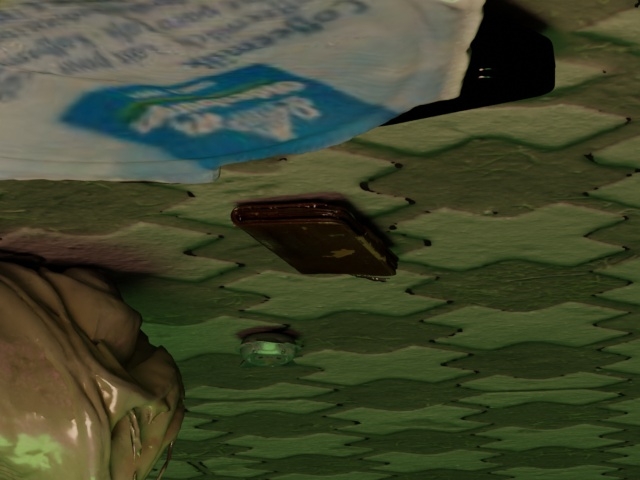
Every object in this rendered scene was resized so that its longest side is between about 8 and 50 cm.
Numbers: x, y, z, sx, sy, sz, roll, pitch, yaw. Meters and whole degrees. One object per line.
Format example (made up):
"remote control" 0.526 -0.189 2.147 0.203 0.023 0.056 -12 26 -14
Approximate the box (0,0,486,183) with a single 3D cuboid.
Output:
"box" -0.100 -0.154 0.659 0.291 0.206 0.262 15 157 -41

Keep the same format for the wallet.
"wallet" 0.000 0.000 1.554 0.095 0.026 0.176 0 165 19

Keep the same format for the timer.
"timer" 0.035 -0.111 1.111 0.144 0.055 0.187 -8 167 32

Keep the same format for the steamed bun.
"steamed bun" -0.252 0.109 1.656 0.280 0.207 0.268 31 157 -10

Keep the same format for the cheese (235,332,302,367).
"cheese" -0.052 0.112 1.955 0.067 0.026 0.120 0 165 -1
